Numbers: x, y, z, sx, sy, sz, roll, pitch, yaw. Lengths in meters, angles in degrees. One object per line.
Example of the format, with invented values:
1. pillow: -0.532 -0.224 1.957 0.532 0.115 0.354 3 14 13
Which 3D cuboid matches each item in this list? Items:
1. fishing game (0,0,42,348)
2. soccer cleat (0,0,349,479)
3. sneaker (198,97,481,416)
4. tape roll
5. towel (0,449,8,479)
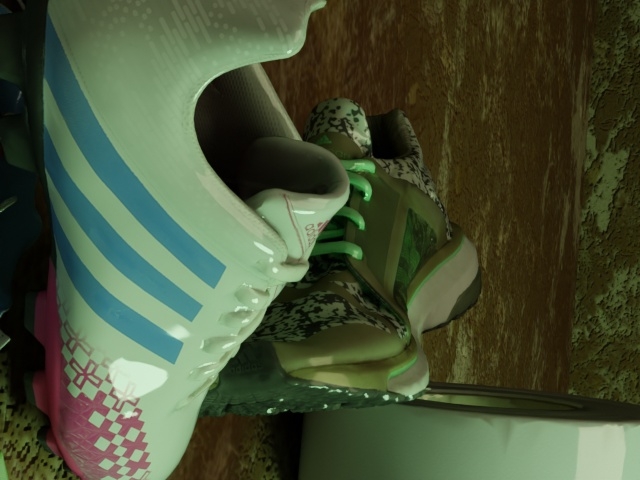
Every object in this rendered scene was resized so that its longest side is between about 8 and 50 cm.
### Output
1. fishing game: -0.162 -0.032 0.543 0.264 0.041 0.189 -64 148 -46
2. soccer cleat: -0.061 0.015 0.606 0.116 0.143 0.331 -75 171 -47
3. sneaker: 0.000 0.000 0.883 0.410 0.158 0.182 -41 120 -71
4. tape roll: 0.124 0.169 1.005 0.286 0.286 0.100 9 85 -70
5. towel: -0.168 0.186 0.596 0.113 0.023 0.152 -46 134 -64
